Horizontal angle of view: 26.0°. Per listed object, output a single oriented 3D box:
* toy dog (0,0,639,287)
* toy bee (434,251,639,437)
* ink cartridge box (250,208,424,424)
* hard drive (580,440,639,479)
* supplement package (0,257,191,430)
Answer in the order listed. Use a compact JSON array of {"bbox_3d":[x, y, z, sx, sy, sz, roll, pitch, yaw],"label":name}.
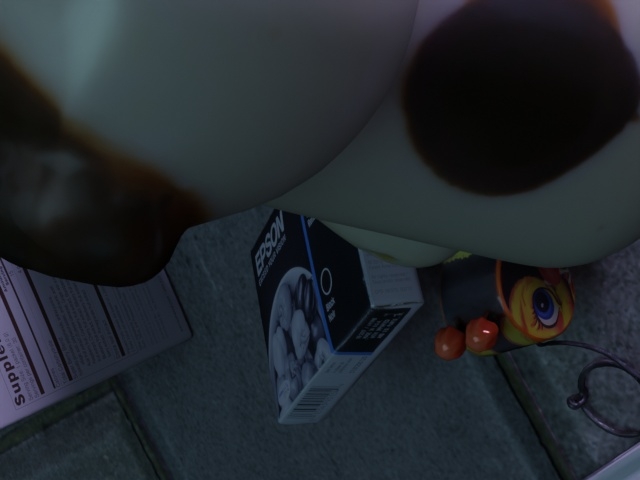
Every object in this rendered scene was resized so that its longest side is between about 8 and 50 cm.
[{"bbox_3d":[-0.004,-0.090,0.613,0.395,0.408,0.284,42,112,29],"label":"toy dog"},{"bbox_3d":[0.128,0.006,0.918,0.298,0.162,0.195,51,130,13],"label":"toy bee"},{"bbox_3d":[0.000,0.000,1.007,0.206,0.045,0.208,123,143,-55],"label":"ink cartridge box"},{"bbox_3d":[0.307,0.270,0.950,0.307,0.040,0.203,53,132,11],"label":"hard drive"},{"bbox_3d":[-0.296,0.075,1.213,0.177,0.293,0.175,-21,92,44],"label":"supplement package"}]
